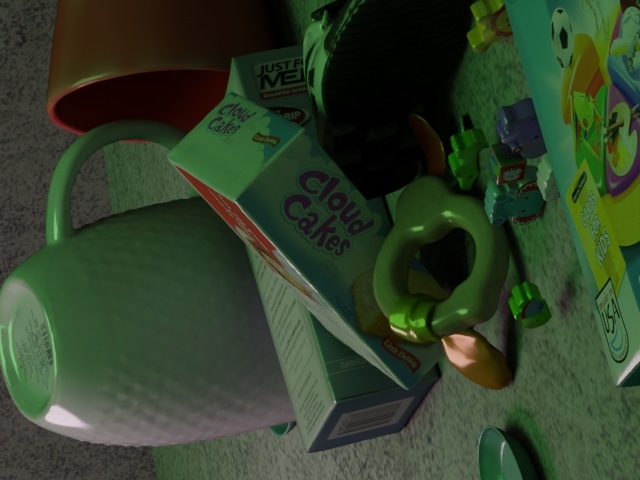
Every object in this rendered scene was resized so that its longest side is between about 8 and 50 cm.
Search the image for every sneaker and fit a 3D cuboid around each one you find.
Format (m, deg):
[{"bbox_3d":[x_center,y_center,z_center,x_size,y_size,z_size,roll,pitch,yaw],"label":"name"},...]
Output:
[{"bbox_3d":[0.035,-0.170,1.644,0.330,0.122,0.146,105,150,-63],"label":"sneaker"}]

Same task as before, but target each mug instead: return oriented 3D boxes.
[{"bbox_3d":[-0.190,0.048,2.157,0.276,0.328,0.374,-8,91,59],"label":"mug"}]

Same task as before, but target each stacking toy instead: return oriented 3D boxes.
[{"bbox_3d":[0.153,-0.058,1.440,0.221,0.052,0.167,95,160,-53],"label":"stacking toy"}]

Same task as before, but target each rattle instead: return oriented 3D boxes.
[{"bbox_3d":[0.126,0.005,1.626,0.130,0.142,0.200,-37,44,40],"label":"rattle"}]

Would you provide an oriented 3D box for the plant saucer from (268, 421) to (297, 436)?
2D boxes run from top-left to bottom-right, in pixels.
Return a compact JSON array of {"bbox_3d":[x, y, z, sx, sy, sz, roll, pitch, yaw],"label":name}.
[{"bbox_3d":[-0.066,0.088,2.411,0.317,0.043,0.318,168,90,-75],"label":"plant saucer"}]

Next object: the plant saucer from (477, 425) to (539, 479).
[{"bbox_3d":[0.167,0.216,1.649,0.119,0.021,0.119,169,90,-76],"label":"plant saucer"}]

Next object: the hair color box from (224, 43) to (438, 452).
[{"bbox_3d":[-0.002,0.007,1.951,0.185,0.113,0.374,114,141,-66],"label":"hair color box"}]

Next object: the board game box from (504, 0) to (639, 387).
[{"bbox_3d":[0.196,-0.117,1.107,0.254,0.079,0.336,112,147,-64],"label":"board game box"}]

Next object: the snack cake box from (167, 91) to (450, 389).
[{"bbox_3d":[0.000,0.000,1.693,0.264,0.089,0.152,48,173,-31],"label":"snack cake box"}]

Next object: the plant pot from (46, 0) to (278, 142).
[{"bbox_3d":[-0.181,-0.264,2.175,0.275,0.275,0.243,129,138,-72],"label":"plant pot"}]
